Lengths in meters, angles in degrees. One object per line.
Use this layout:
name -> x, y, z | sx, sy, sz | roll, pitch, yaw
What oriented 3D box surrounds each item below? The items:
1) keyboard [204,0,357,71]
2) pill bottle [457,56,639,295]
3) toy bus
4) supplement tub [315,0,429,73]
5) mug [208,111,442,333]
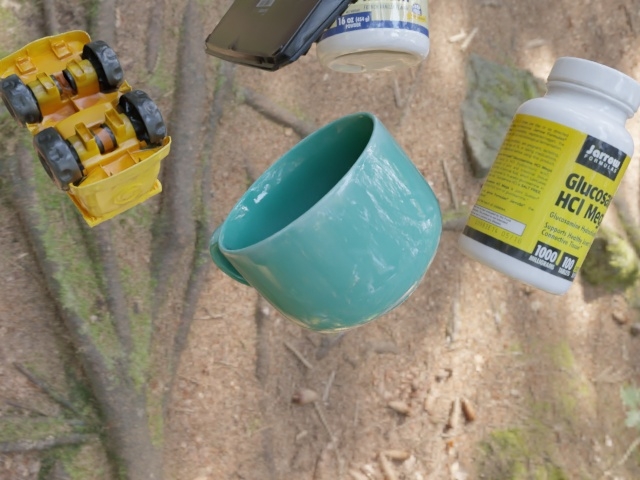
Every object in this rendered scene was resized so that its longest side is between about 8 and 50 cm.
keyboard -> -0.015, -0.237, 0.648 | 0.033, 0.317, 0.202 | 36, 93, -26
pill bottle -> 0.361, -0.099, 1.119 | 0.188, 0.188, 0.334 | 15, 101, -47
toy bus -> -0.306, -0.130, 0.956 | 0.149, 0.211, 0.220 | -32, 75, -23
supplement tub -> 0.098, -0.512, 1.438 | 0.228, 0.228, 0.316 | -2, 89, -48
mug -> 0.008, -0.006, 0.479 | 0.129, 0.157, 0.097 | -47, 111, -12
